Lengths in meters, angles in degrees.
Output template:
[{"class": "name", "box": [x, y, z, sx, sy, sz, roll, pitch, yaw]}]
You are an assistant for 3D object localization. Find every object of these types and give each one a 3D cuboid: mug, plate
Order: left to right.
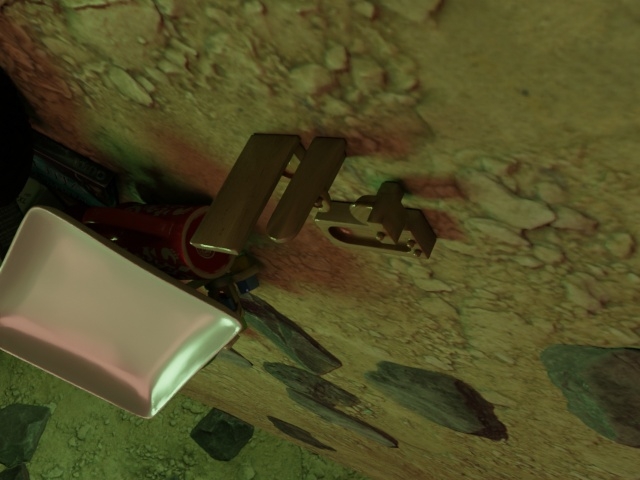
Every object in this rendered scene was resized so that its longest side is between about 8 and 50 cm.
[{"class": "plate", "box": [-0.276, 0.099, 0.829, 0.277, 0.045, 0.278, 32, 126, -17]}, {"class": "mug", "box": [-0.209, 0.006, 0.829, 0.169, 0.113, 0.150, 1, -172, 39]}]

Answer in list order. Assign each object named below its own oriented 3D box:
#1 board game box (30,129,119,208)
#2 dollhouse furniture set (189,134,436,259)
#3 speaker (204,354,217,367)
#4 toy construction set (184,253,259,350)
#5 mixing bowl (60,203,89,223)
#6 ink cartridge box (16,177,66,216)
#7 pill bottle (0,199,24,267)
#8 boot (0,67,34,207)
[{"class": "board game box", "box": [-0.372, -0.103, 0.902, 0.186, 0.026, 0.126, 28, 158, -3]}, {"class": "dollhouse furniture set", "box": [0.000, 0.000, 0.599, 0.144, 0.123, 0.151, 9, 152, 37]}, {"class": "speaker", "box": [-0.318, 0.139, 1.238, 0.131, 0.131, 0.296, 6, 150, 40]}, {"class": "toy construction set", "box": [-0.209, 0.115, 1.024, 0.151, 0.215, 0.328, 61, 164, 8]}, {"class": "mixing bowl", "box": [-0.362, 0.005, 1.030, 0.181, 0.098, 0.181, 22, 157, 9]}, {"class": "ink cartridge box", "box": [-0.541, -0.004, 1.162, 0.223, 0.129, 0.307, 20, 156, 16]}, {"class": "pill bottle", "box": [-0.504, -0.045, 0.877, 0.162, 0.162, 0.278, -3, 113, 49]}, {"class": "boot", "box": [-0.499, -0.187, 0.712, 0.260, 0.131, 0.348, 10, 142, 19]}]
